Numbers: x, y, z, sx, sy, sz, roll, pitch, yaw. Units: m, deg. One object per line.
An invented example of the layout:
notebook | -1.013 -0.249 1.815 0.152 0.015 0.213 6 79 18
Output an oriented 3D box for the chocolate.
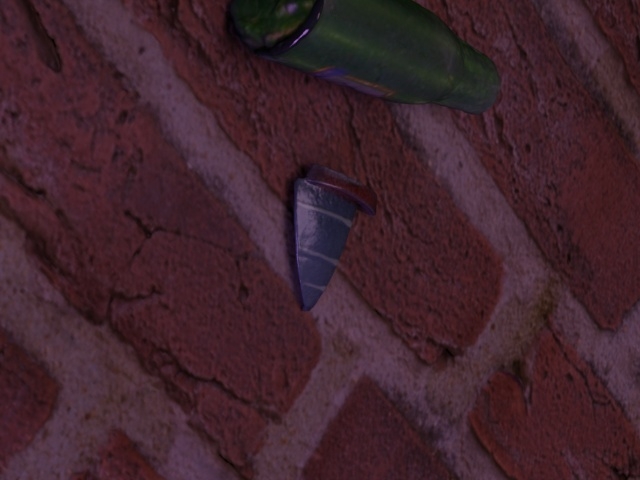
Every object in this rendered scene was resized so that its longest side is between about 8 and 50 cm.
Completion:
chocolate | 0.054 -0.170 1.559 0.291 0.110 0.110 17 86 -48

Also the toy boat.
toy boat | 0.000 0.001 1.584 0.096 0.034 0.122 26 81 -39
